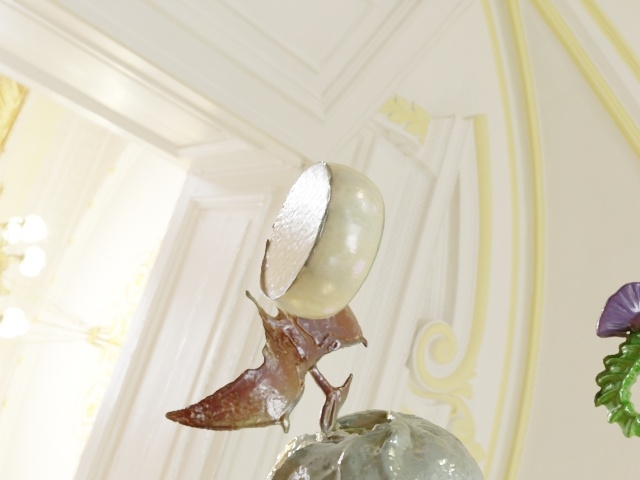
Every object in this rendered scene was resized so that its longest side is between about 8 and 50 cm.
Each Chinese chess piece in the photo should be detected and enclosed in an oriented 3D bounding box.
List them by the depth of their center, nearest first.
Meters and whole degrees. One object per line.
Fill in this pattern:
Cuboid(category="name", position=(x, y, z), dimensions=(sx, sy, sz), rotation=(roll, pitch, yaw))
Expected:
Cuboid(category="Chinese chess piece", position=(0.000, 0.000, 0.526), dimensions=(0.122, 0.051, 0.122), rotation=(-53, -155, 37))

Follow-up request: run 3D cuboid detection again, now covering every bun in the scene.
Cuboid(category="bun", position=(0.069, 0.378, 1.041), dimensions=(0.362, 0.362, 0.211), rotation=(-19, -91, 42))

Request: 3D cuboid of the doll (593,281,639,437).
Cuboid(category="doll", position=(0.269, 0.064, 0.497), dimensions=(0.190, 0.050, 0.115), rotation=(-42, -117, -9))

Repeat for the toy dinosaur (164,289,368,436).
Cuboid(category="toy dinosaur", position=(-0.043, 0.147, 0.936), dimensions=(0.113, 0.206, 0.327), rotation=(-31, -154, 37))
